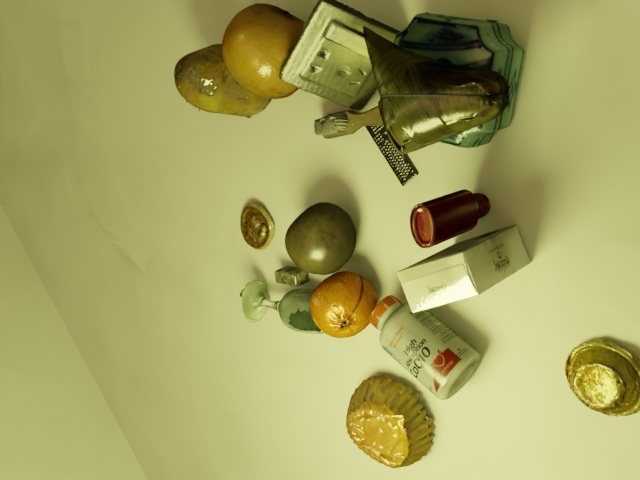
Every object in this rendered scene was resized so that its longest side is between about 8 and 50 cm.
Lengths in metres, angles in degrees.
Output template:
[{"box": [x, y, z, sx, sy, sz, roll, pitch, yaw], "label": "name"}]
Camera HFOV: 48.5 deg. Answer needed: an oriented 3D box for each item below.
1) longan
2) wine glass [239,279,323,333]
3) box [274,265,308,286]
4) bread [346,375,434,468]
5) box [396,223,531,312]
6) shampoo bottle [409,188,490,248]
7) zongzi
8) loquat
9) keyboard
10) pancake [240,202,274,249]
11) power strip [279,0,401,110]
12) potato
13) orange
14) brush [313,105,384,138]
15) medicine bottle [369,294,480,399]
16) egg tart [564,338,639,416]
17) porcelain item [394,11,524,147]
[{"box": [0.000, 0.000, 1.988, 0.220, 0.196, 0.197, -29, 82, 39], "label": "longan"}, {"box": [-0.097, 0.204, 2.179, 0.321, 0.143, 0.144, 4, 105, 41], "label": "wine glass"}, {"box": [-0.089, 0.111, 2.192, 0.098, 0.062, 0.045, 8, 111, 39], "label": "box"}, {"box": [0.181, 0.520, 2.010, 0.274, 0.149, 0.274, 8, 103, 36], "label": "bread"}, {"box": [0.335, 0.062, 1.648, 0.194, 0.260, 0.111, -22, 92, 45], "label": "box"}, {"box": [0.305, -0.059, 1.636, 0.064, 0.260, 0.102, -1, 102, 42], "label": "shampoo bottle"}, {"box": [0.227, -0.360, 1.493, 0.286, 0.138, 0.300, -19, 90, 40], "label": "zongzi"}, {"box": [-0.139, -0.514, 1.913, 0.263, 0.263, 0.263, 14, 112, 39], "label": "loquat"}, {"box": [0.186, -0.239, 1.867, 0.063, 0.010, 0.198, -40, 75, 40], "label": "keyboard"}, {"box": [-0.207, -0.045, 2.278, 0.158, 0.028, 0.158, 17, 116, 38], "label": "pancake"}, {"box": [0.056, -0.475, 1.795, 0.251, 0.256, 0.092, -48, 32, 44], "label": "power strip"}, {"box": [-0.302, -0.472, 2.078, 0.229, 0.266, 0.229, 13, 108, 43], "label": "potato"}, {"box": [0.066, 0.183, 1.980, 0.161, 0.193, 0.193, -117, 35, -57], "label": "orange"}, {"box": [0.078, -0.312, 1.857, 0.327, 0.065, 0.070, 2, 100, 57], "label": "brush"}, {"box": [0.260, 0.266, 1.849, 0.288, 0.157, 0.157, 40, 126, 27], "label": "medicine bottle"}, {"box": [0.630, 0.314, 1.582, 0.191, 0.074, 0.191, 17, 116, 40], "label": "egg tart"}, {"box": [0.300, -0.367, 1.623, 0.281, 0.157, 0.286, 24, 117, 37], "label": "porcelain item"}]
